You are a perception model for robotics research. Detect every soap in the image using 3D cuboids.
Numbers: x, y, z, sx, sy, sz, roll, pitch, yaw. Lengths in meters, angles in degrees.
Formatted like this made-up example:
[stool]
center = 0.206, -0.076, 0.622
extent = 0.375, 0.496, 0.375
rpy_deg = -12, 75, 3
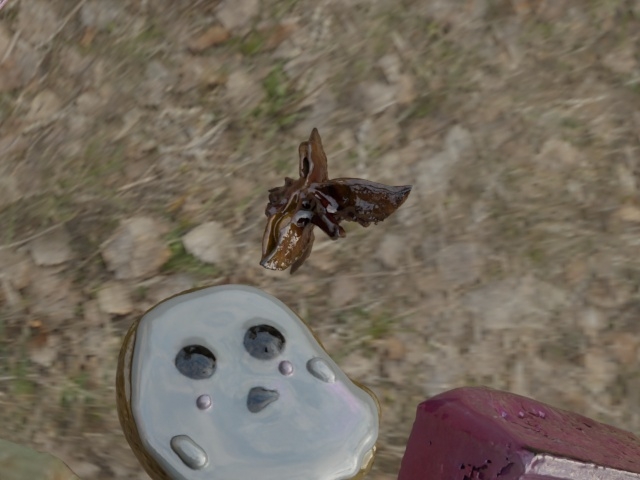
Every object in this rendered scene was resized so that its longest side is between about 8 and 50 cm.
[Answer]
[soap]
center = 0.218, 0.226, 1.670
extent = 0.325, 0.220, 0.127
rpy_deg = 19, 96, -37

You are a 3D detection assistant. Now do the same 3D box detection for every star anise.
[star anise]
center = -0.001, -0.007, 1.766
extent = 0.158, 0.140, 0.144
rpy_deg = -33, 133, -14

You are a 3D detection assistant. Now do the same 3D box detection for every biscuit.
[biscuit]
center = -0.060, 0.119, 1.407
extent = 0.181, 0.049, 0.208
rpy_deg = -30, 71, -29

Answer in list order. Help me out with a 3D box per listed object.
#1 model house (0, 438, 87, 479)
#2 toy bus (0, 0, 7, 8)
[model house]
center = -0.223, 0.293, 1.145
extent = 0.312, 0.280, 0.245
rpy_deg = 14, 122, 11
[toy bus]
center = -0.355, -0.214, 1.709
extent = 0.203, 0.063, 0.090
rpy_deg = -57, 141, -33
